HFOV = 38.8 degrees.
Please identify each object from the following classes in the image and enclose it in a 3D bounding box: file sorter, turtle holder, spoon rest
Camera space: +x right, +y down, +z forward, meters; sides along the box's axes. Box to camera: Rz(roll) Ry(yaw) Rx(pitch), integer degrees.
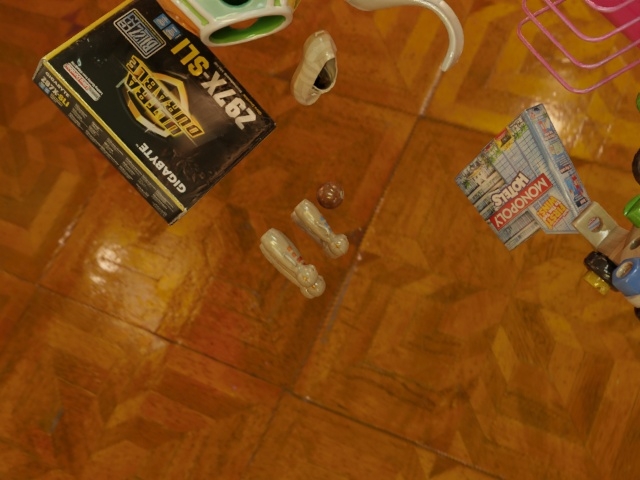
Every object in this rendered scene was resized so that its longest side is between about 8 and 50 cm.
[{"bbox_3d":[0.445,-0.407,1.452,0.182,0.291,0.202,-31,65,-11],"label":"file sorter"},{"bbox_3d":[-0.101,-0.412,1.304,0.320,0.243,0.228,-13,86,-26],"label":"turtle holder"},{"bbox_3d":[0.129,-0.400,1.518,0.276,0.084,0.137,39,39,6],"label":"spoon rest"}]

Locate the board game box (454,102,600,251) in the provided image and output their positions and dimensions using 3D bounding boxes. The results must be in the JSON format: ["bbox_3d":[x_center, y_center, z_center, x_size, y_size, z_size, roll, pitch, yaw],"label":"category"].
[{"bbox_3d":[0.315,-0.068,1.364,0.194,0.060,0.194,54,133,11],"label":"board game box"}]

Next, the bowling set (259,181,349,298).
[{"bbox_3d":[0.000,0.000,1.718,0.200,0.287,0.154,-43,91,-2],"label":"bowling set"}]

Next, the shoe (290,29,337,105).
[{"bbox_3d":[-0.008,-0.310,1.718,0.076,0.219,0.058,-33,76,-18],"label":"shoe"}]

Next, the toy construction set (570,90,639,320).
[{"bbox_3d":[0.447,-0.008,1.060,0.308,0.237,0.258,16,92,-7],"label":"toy construction set"}]

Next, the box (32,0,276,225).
[{"bbox_3d":[-0.264,-0.226,1.498,0.322,0.079,0.257,48,53,-8],"label":"box"}]
